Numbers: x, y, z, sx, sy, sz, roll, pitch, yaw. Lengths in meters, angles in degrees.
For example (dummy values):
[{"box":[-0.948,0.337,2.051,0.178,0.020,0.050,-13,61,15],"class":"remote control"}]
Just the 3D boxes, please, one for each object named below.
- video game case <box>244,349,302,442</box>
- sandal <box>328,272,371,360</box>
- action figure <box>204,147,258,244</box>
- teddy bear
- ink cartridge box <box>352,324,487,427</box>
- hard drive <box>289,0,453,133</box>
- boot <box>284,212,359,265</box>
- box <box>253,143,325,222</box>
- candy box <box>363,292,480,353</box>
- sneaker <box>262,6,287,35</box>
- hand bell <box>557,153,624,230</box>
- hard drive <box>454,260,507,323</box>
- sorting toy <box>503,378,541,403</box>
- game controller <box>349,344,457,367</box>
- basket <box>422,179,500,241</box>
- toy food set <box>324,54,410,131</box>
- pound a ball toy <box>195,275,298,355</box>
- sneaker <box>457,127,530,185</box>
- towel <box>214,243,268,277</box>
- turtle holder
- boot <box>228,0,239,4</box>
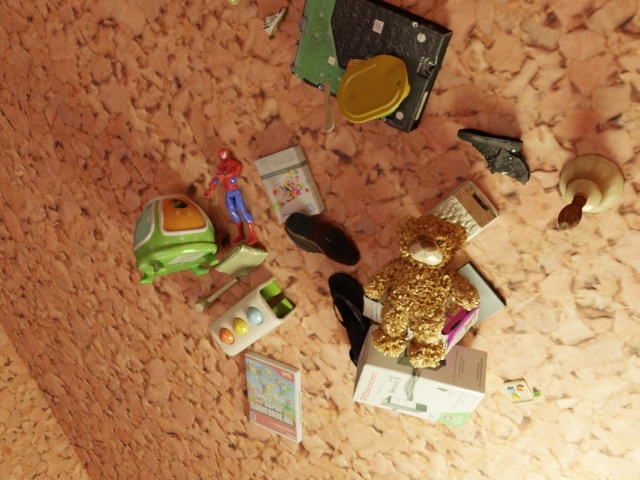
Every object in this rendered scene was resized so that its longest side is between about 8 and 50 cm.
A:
[{"box":[-0.152,0.507,2.125,0.204,0.025,0.285,15,120,28],"class":"video game case"},{"box":[0.083,0.202,1.752,0.097,0.055,0.254,-34,71,39],"class":"sandal"},{"box":[-0.262,-0.112,1.823,0.092,0.139,0.280,2,111,33],"class":"action figure"},{"box":[0.211,0.114,1.423,0.245,0.113,0.337,36,112,25],"class":"teddy bear"},{"box":[0.237,0.336,1.613,0.289,0.121,0.211,13,142,3],"class":"ink cartridge box"},{"box":[0.101,-0.417,1.464,0.339,0.064,0.236,29,126,19],"class":"hard drive"},{"box":[0.000,0.000,1.746,0.219,0.082,0.106,33,167,-8],"class":"boot"},{"box":[-0.082,-0.148,1.741,0.145,0.038,0.186,-12,106,38],"class":"box"},{"box":[0.240,0.162,1.575,0.234,0.159,0.071,25,132,32],"class":"candy box"},{"box":[-0.112,-0.532,1.573,0.037,0.032,0.083,49,130,4],"class":"sneaker"},{"box":[0.491,-0.070,1.252,0.126,0.242,0.126,16,121,28],"class":"hand bell"},{"box":[0.369,0.125,1.577,0.135,0.022,0.094,50,131,3],"class":"hard drive"},{"box":[0.499,0.372,1.617,0.083,0.012,0.062,-22,99,40],"class":"sorting toy"},{"box":[0.222,0.306,1.740,0.319,0.067,0.166,-30,94,41],"class":"game controller"},{"box":[0.300,-0.039,1.489,0.113,0.103,0.167,50,131,4],"class":"basket"},{"box":[0.110,-0.318,1.431,0.218,0.071,0.128,-13,81,36],"class":"toy food set"},{"box":[-0.250,0.215,1.974,0.319,0.136,0.208,-37,90,40],"class":"pound a ball toy"},{"box":[0.369,-0.181,1.404,0.170,0.051,0.089,17,116,23],"class":"sneaker"},{"box":[-0.228,0.061,1.909,0.148,0.110,0.027,-41,48,38],"class":"towel"},{"box":[-0.438,-0.002,1.959,0.320,0.244,0.227,119,138,-77],"class":"turtle holder"},{"box":[-0.212,-0.707,1.517,0.203,0.095,0.262,-27,100,41],"class":"boot"}]
